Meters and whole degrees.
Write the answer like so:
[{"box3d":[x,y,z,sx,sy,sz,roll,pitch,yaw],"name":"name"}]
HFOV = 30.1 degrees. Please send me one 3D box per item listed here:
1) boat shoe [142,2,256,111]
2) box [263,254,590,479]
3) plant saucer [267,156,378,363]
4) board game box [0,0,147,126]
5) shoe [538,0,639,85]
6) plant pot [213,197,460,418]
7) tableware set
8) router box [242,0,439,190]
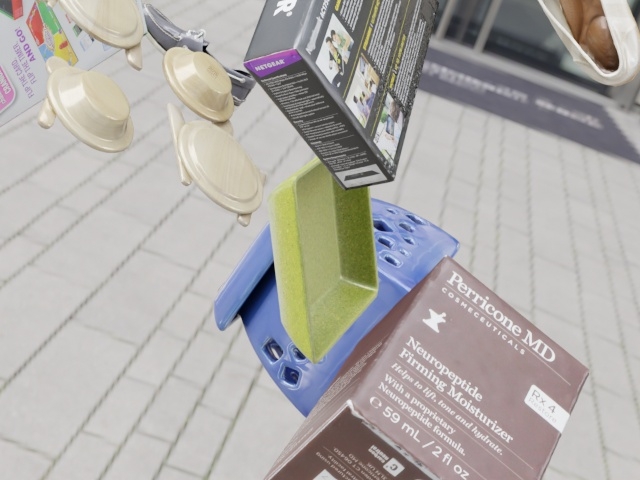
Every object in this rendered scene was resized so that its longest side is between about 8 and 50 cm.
[{"box3d":[-0.179,-0.277,1.716,0.206,0.065,0.075,43,22,-12],"name":"boat shoe"},{"box3d":[0.090,0.160,1.012,0.168,0.167,0.203,39,46,0],"name":"box"},{"box3d":[0.000,0.000,1.181,0.045,0.188,0.188,2,21,23],"name":"plant saucer"},{"box3d":[-0.370,-0.298,1.497,0.064,0.242,0.316,27,51,31],"name":"board game box"},{"box3d":[0.221,-0.237,1.041,0.058,0.076,0.219,-26,90,-58],"name":"shoe"},{"box3d":[0.013,0.056,1.545,0.212,0.236,0.236,38,25,6],"name":"plant pot"},{"box3d":[-0.095,-0.086,0.678,0.169,0.020,0.141,32,35,-34],"name":"tableware set"},{"box3d":[0.021,-0.146,0.822,0.046,0.179,0.133,-9,-42,32],"name":"router box"}]
